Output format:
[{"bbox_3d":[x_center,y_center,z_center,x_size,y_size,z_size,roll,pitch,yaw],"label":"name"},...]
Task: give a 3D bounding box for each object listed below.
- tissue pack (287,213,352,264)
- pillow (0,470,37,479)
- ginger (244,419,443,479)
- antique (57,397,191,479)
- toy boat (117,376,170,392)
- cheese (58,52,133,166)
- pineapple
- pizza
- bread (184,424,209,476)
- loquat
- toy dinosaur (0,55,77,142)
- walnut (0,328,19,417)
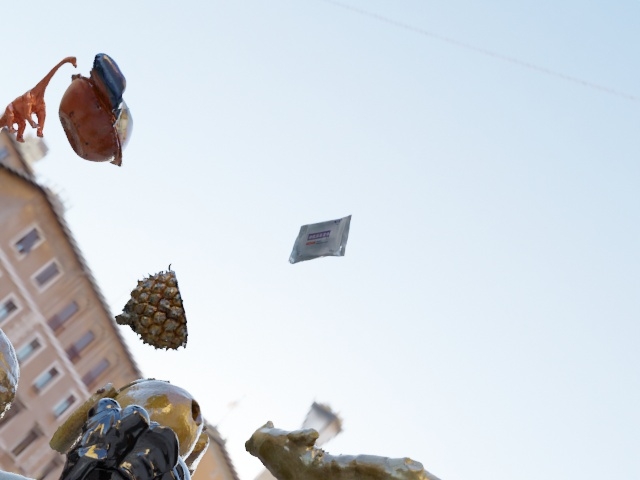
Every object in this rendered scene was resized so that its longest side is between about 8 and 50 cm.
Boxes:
[{"bbox_3d":[0.000,0.000,2.266,0.193,0.122,0.026,-10,-33,40],"label":"tissue pack"},{"bbox_3d":[-0.416,0.374,1.117,0.254,0.144,0.078,23,-42,-23],"label":"pillow"},{"bbox_3d":[0.035,0.436,1.511,0.363,0.122,0.348,-39,-106,25],"label":"ginger"},{"bbox_3d":[-0.346,0.437,1.490,0.185,0.255,0.322,7,-33,29],"label":"antique"},{"bbox_3d":[-0.420,0.352,2.039,0.149,0.049,0.047,-14,-94,26],"label":"toy boat"},{"bbox_3d":[-0.455,-0.265,1.766,0.217,0.129,0.329,58,-27,5],"label":"cheese"},{"bbox_3d":[-0.351,0.148,1.752,0.161,0.137,0.176,122,-44,-67],"label":"pineapple"},{"bbox_3d":[-0.504,0.385,1.903,0.062,0.182,0.161,42,6,14],"label":"pizza"},{"bbox_3d":[-0.418,0.584,2.291,0.099,0.235,0.210,56,-47,32],"label":"bread"},{"bbox_3d":[-0.360,0.402,1.801,0.238,0.238,0.193,9,-54,48],"label":"loquat"},{"bbox_3d":[-0.525,-0.241,1.561,0.279,0.055,0.101,-22,-105,28],"label":"toy dinosaur"},{"bbox_3d":[-0.537,0.192,1.199,0.228,0.228,0.228,32,-31,22],"label":"walnut"}]
